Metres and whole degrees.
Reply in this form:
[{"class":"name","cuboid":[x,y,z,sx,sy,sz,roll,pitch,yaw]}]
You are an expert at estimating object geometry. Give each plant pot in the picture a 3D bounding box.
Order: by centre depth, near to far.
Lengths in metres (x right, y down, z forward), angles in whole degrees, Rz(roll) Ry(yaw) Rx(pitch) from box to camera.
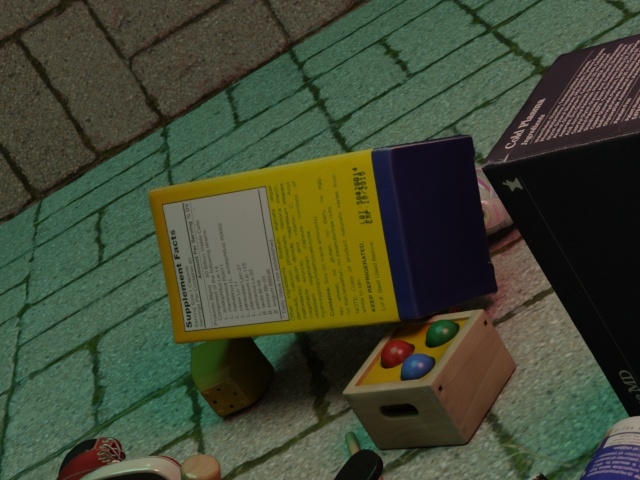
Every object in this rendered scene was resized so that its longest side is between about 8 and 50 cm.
[{"class":"plant pot","cuboid":[-0.116,0.176,1.851,0.081,0.081,0.083,-25,28,20]}]

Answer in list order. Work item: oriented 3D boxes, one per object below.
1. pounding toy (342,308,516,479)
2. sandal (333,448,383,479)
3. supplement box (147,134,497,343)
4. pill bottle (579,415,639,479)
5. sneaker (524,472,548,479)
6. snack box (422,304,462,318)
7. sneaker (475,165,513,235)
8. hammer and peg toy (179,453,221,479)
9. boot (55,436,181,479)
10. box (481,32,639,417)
[{"class":"pounding toy","cuboid":[0.076,0.173,1.559,0.181,0.094,0.206,-11,29,43]},{"class":"sandal","cuboid":[-0.004,0.280,1.456,0.179,0.040,0.067,-56,32,-12]},{"class":"supplement box","cuboid":[0.000,0.000,1.737,0.357,0.194,0.195,-8,3,35]},{"class":"pill bottle","cuboid":[0.241,0.239,1.149,0.112,0.112,0.186,-11,29,44]},{"class":"sneaker","cuboid":[0.152,0.266,1.287,0.162,0.063,0.073,-45,21,-31]},{"class":"snack box","cuboid":[0.148,0.065,1.801,0.064,0.022,0.178,-19,24,26]},{"class":"sneaker","cuboid":[0.160,-0.048,1.893,0.252,0.103,0.111,-10,12,47]},{"class":"hammer and peg toy","cuboid":[-0.094,0.299,1.272,0.361,0.127,0.266,7,33,14]},{"class":"boot","cuboid":[-0.248,0.282,1.790,0.244,0.088,0.176,-25,20,29]},{"class":"box","cuboid":[0.365,-0.006,1.201,0.313,0.343,0.179,-11,31,43]}]
